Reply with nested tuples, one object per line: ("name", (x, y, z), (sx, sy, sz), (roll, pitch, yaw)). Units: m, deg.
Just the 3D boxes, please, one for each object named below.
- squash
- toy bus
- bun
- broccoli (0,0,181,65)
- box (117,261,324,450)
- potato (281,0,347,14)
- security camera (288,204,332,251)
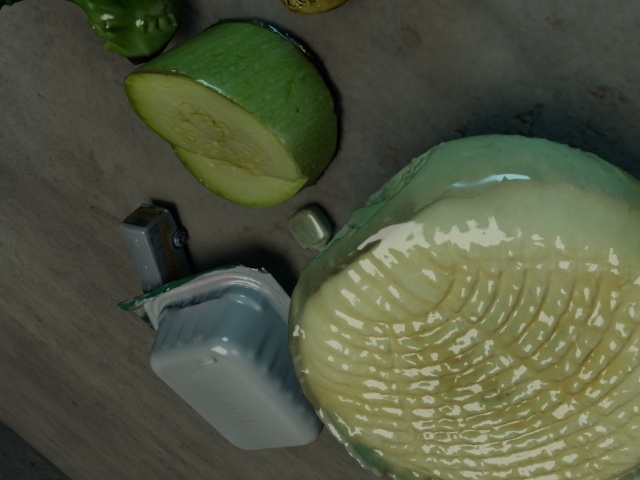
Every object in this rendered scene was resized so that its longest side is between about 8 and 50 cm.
("squash", (-0.094, -0.116, 0.635), (0.220, 0.133, 0.220), (19, 138, 18))
("toy bus", (-0.237, 0.037, 0.880), (0.064, 0.075, 0.190), (12, 129, 25))
("bun", (0.157, 0.068, 0.550), (0.365, 0.202, 0.364), (8, 121, 14))
("broccoli", (-0.241, -0.297, 0.519), (0.298, 0.297, 0.297), (3, 165, 32))
("box", (-0.115, 0.198, 0.851), (0.264, 0.106, 0.336), (-18, 122, 31))
("potato", (-0.005, -0.270, 0.480), (0.107, 0.080, 0.170), (20, 132, 6))
("security camera", (0.000, 0.000, 0.720), (0.058, 0.058, 0.092), (-19, 100, 41))
